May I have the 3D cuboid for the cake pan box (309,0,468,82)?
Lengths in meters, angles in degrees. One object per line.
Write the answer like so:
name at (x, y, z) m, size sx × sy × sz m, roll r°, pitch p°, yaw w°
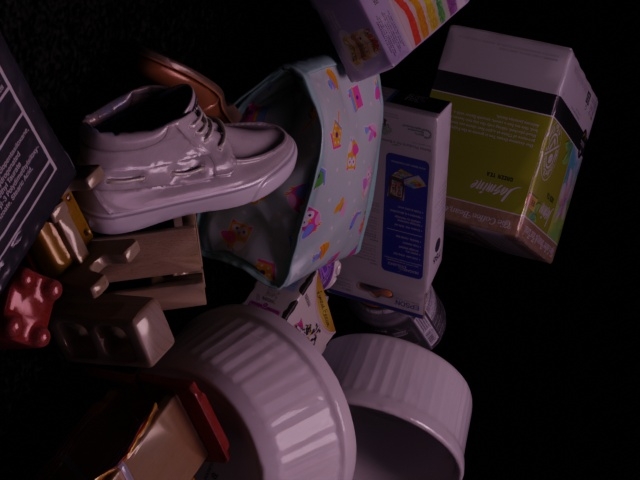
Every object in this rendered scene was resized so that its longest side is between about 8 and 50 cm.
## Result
cake pan box at (0.054, -0.351, 1.511) m, size 0.266 × 0.070 × 0.246 m, roll 63°, pitch 35°, yaw -13°

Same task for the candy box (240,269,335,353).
candy box at (-0.074, 0.156, 1.666) m, size 0.233 × 0.071 × 0.159 m, roll -58°, pitch 154°, yaw -26°

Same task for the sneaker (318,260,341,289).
sneaker at (0.000, 0.000, 1.771) m, size 0.071 × 0.068 × 0.169 m, roll -25°, pitch 128°, yaw -55°

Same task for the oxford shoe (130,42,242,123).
oxford shoe at (-0.144, -0.137, 1.323) m, size 0.076 × 0.076 × 0.212 m, roll -60°, pitch 156°, yaw -7°

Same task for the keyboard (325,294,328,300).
keyboard at (-0.048, 0.108, 1.803) m, size 0.256 × 0.014 × 0.072 m, roll 8°, pitch 102°, yaw -68°

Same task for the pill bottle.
pill bottle at (0.114, 0.093, 2.021) m, size 0.130 × 0.130 × 0.245 m, roll -68°, pitch 157°, yaw -15°

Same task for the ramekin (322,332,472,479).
ramekin at (0.091, 0.257, 1.902) m, size 0.277 × 0.277 × 0.135 m, roll 76°, pitch 28°, yaw -51°

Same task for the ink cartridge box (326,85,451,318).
ink cartridge box at (0.092, -0.056, 1.819) m, size 0.065 × 0.165 × 0.332 m, roll -48°, pitch 147°, yaw -50°

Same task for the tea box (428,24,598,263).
tea box at (0.314, -0.156, 2.210) m, size 0.329 × 0.220 × 0.323 m, roll 22°, pitch 85°, yaw -68°

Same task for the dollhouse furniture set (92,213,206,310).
dollhouse furniture set at (-0.191, 0.002, 1.361) m, size 0.151 × 0.123 × 0.144 m, roll -103°, pitch -173°, yaw -49°

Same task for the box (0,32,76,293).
box at (-0.332, -0.041, 0.778) m, size 0.294 × 0.183 × 0.296 m, roll 75°, pitch 35°, yaw -54°

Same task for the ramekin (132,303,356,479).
ramekin at (-0.103, 0.217, 1.420) m, size 0.127 × 0.273 × 0.272 m, roll -24°, pitch 127°, yaw -49°

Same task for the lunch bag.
lunch bag at (-0.024, -0.101, 1.521) m, size 0.223 × 0.160 × 0.262 m, roll -25°, pitch 133°, yaw -61°

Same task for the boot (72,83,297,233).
boot at (-0.123, -0.097, 1.263) m, size 0.258 × 0.095 × 0.123 m, roll -23°, pitch 140°, yaw -35°

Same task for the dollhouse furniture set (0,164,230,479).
dollhouse furniture set at (-0.247, 0.135, 1.212) m, size 0.201 × 0.152 × 0.374 m, roll -52°, pitch 132°, yaw -42°
